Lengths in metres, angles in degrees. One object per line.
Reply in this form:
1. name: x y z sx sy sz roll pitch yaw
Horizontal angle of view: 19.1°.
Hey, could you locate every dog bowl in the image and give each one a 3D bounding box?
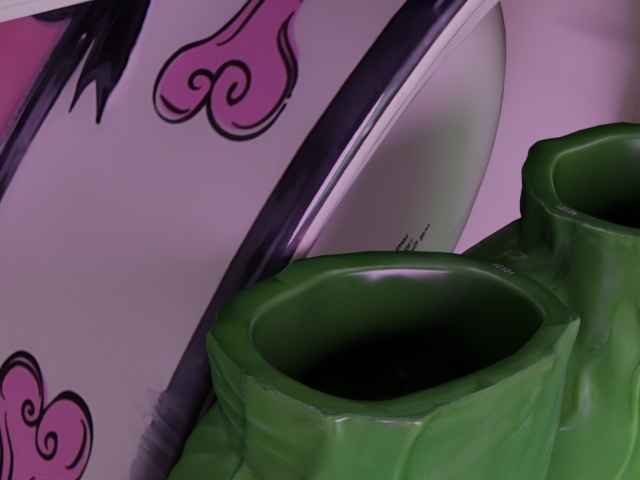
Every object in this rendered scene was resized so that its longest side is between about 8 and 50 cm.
1. dog bowl: 0.000 0.000 0.719 0.408 0.150 0.408 -47 156 -29

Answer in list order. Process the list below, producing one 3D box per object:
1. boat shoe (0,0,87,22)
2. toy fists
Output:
1. boat shoe: -0.049 -0.155 0.364 0.500 0.187 0.156 -30 149 -42
2. toy fists: 0.044 0.060 0.564 0.279 0.096 0.142 -26 131 -52
